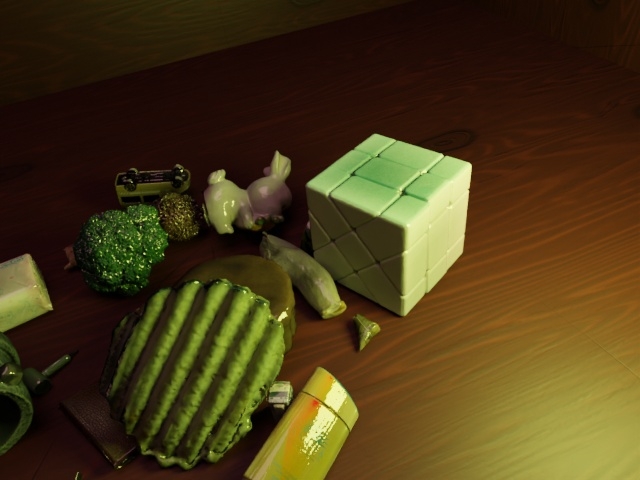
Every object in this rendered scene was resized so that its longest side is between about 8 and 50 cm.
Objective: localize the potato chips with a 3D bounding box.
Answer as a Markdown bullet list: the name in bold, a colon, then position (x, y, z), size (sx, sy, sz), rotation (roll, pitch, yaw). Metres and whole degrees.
- **potato chips**: position (-0.280, 0.268, 1.106), size (0.358, 0.430, 0.070), rotation (28, 7, 3)

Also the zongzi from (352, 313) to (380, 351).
- **zongzi**: position (0.098, 0.232, 1.319), size (0.076, 0.040, 0.083), rotation (25, 68, 42)

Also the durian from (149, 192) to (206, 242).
- **durian**: position (-0.469, -0.059, 1.674), size (0.196, 0.167, 0.196), rotation (-30, 36, 25)

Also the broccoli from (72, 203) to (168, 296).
- **broccoli**: position (-0.583, 0.029, 1.544), size (0.294, 0.265, 0.245), rotation (-39, 2, 19)

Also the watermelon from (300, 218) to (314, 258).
- **watermelon**: position (0.000, 0.000, 1.590), size (0.135, 0.126, 0.094), rotation (11, 3, -19)

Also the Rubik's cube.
- **Rubik's cube**: position (0.183, -0.053, 1.412), size (0.321, 0.319, 0.316), rotation (24, 50, 32)

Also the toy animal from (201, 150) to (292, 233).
- **toy animal**: position (-0.220, -0.135, 1.672), size (0.309, 0.183, 0.248), rotation (-17, 74, -6)

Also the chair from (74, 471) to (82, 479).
- **chair**: position (-0.525, 0.525, 1.079), size (0.042, 0.037, 0.086), rotation (2, 44, -5)

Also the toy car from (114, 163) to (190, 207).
- **toy car**: position (-0.590, -0.188, 1.862), size (0.256, 0.125, 0.101), rotation (-4, 40, -9)

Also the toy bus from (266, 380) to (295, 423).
- **toy bus**: position (-0.084, 0.357, 1.147), size (0.051, 0.102, 0.058), rotation (-3, 43, 7)

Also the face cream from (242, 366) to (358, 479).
- **face cream**: position (-0.027, 0.410, 1.079), size (0.139, 0.067, 0.285), rotation (40, 52, 0)

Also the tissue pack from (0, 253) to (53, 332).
- **tissue pack**: position (-0.939, 0.171, 1.503), size (0.271, 0.124, 0.201), rotation (-26, 46, -20)

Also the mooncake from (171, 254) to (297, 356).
- **mooncake**: position (-0.216, 0.195, 1.298), size (0.323, 0.187, 0.324), rotation (-3, 41, 3)

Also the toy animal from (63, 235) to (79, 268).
- **toy animal**: position (-0.757, 0.030, 1.676), size (0.083, 0.089, 0.150), rotation (-17, 39, 25)

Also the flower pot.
- **flower pot**: position (-0.821, 0.323, 1.167), size (0.299, 0.299, 0.282), rotation (-33, 50, -26)

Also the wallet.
- **wallet**: position (-0.485, 0.410, 1.208), size (0.243, 0.039, 0.132), rotation (24, 44, 33)

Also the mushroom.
- **mushroom**: position (-0.056, 0.090, 1.452), size (0.109, 0.097, 0.351), rotation (-49, 53, -5)

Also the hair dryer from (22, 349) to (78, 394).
- **hair dryer**: position (-0.685, 0.329, 1.343), size (0.071, 0.048, 0.150), rotation (20, 37, 27)
